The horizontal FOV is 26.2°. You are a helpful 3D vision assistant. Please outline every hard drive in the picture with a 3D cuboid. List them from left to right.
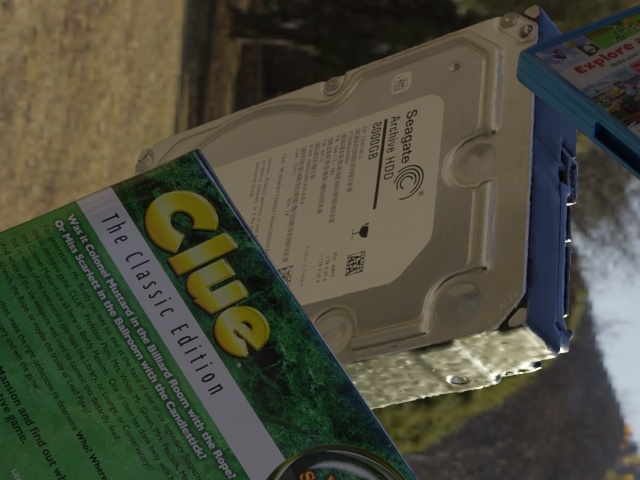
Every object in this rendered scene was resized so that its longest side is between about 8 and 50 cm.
[{"bbox_3d":[0.000,0.000,0.888,0.064,0.339,0.236,42,45,-41],"label":"hard drive"}]

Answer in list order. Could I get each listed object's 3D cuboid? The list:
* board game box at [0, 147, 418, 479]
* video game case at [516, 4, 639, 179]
[{"bbox_3d":[-0.027,0.102,0.382,0.259,0.136,0.030,56,-25,19],"label":"board game box"},{"bbox_3d":[0.165,-0.036,0.474,0.166,0.119,0.015,48,-30,37],"label":"video game case"}]
